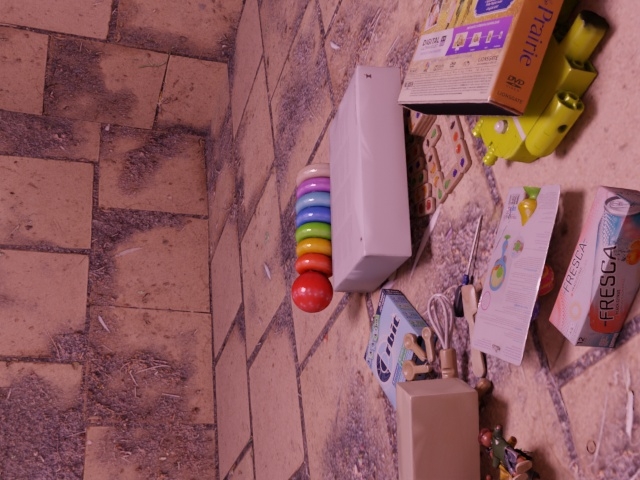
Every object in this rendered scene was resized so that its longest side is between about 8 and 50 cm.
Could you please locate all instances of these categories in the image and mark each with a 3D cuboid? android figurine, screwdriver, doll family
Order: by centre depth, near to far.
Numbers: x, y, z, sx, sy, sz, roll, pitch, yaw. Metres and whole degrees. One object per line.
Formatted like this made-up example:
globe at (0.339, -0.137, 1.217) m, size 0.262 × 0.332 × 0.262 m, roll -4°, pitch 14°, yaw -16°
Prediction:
doll family at (0.248, 0.333, 1.023) m, size 0.111 × 0.076 × 0.193 m, roll -141°, pitch 55°, yaw -62°
android figurine at (0.293, -0.224, 1.073) m, size 0.273 × 0.056 × 0.248 m, roll 119°, pitch 150°, yaw -46°
screwdriver at (0.234, 0.041, 1.216) m, size 0.024 × 0.025 × 0.169 m, roll -151°, pitch 67°, yaw -70°

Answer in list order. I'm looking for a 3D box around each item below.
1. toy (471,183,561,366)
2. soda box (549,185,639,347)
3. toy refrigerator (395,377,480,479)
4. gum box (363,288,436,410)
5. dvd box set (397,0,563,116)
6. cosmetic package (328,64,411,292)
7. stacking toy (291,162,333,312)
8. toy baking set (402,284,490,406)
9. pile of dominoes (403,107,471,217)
toy at (0.280, 0.045, 1.034) m, size 0.137 × 0.056 × 0.237 m, roll -171°, pitch 91°, yaw -75°
soda box at (0.331, 0.033, 0.882) m, size 0.063 × 0.058 × 0.183 m, roll -122°, pitch 40°, yaw -61°
toy refrigerator at (0.172, 0.345, 1.122) m, size 0.094 × 0.102 × 0.269 m, roll -163°, pitch 70°, yaw -81°
gum box at (0.144, 0.199, 1.413) m, size 0.184 × 0.041 × 0.157 m, roll -127°, pitch 45°, yaw -62°
dvd box set at (0.255, -0.384, 1.084) m, size 0.307 × 0.062 × 0.420 m, roll -153°, pitch 81°, yaw -70°
cosmetic package at (0.090, -0.110, 1.514) m, size 0.284 × 0.097 × 0.377 m, roll 117°, pitch 153°, yaw -71°
stacking toy at (0.000, 0.000, 1.669) m, size 0.141 × 0.141 × 0.330 m, roll 130°, pitch 150°, yaw -59°
toy baking set at (0.196, 0.198, 1.219) m, size 0.256 × 0.030 × 0.196 m, roll -59°, pitch 43°, yaw 40°
pile of dominoes at (0.187, -0.175, 1.391) m, size 0.196 × 0.040 × 0.251 m, roll 119°, pitch 151°, yaw -49°
